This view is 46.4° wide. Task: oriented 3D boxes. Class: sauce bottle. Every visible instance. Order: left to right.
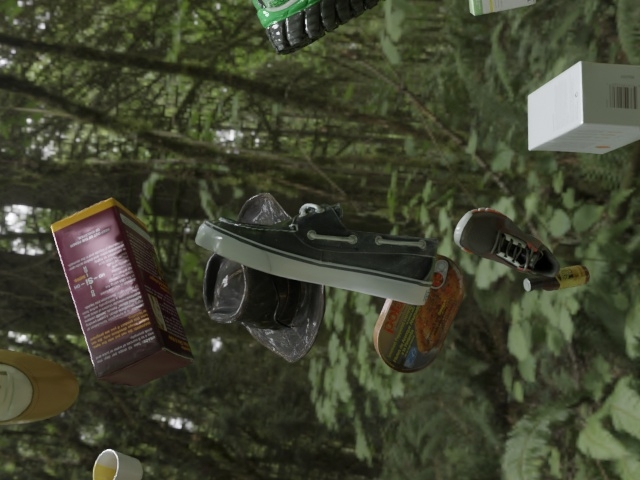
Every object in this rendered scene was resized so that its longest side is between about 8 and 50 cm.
[{"bbox_3d":[0.456,0.076,1.442,0.042,0.128,0.042,170,90,-74],"label":"sauce bottle"}]

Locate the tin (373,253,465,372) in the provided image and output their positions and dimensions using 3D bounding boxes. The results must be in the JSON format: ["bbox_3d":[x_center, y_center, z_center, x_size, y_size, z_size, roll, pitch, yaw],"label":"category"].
[{"bbox_3d":[0.148,0.109,1.141,0.189,0.106,0.040,-67,19,3],"label":"tin"}]

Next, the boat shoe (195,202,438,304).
[{"bbox_3d":[0.000,0.000,0.930,0.108,0.301,0.102,-113,36,-85],"label":"boat shoe"}]

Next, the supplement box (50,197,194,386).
[{"bbox_3d":[-0.223,0.062,0.846,0.104,0.081,0.188,61,-175,-71],"label":"supplement box"}]

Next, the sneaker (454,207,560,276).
[{"bbox_3d":[0.232,0.006,0.900,0.065,0.158,0.061,40,110,57],"label":"sneaker"}]

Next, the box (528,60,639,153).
[{"bbox_3d":[0.400,-0.191,1.099,0.170,0.130,0.091,153,118,-79],"label":"box"}]

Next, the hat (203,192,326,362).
[{"bbox_3d":[-0.129,0.086,1.326,0.134,0.331,0.331,-16,-59,-33],"label":"hat"}]

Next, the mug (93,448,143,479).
[{"bbox_3d":[-0.329,0.377,1.212,0.064,0.078,0.062,29,-137,-47],"label":"mug"}]

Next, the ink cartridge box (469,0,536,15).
[{"bbox_3d":[0.394,-0.536,1.418,0.056,0.235,0.171,-86,-14,-68],"label":"ink cartridge box"}]

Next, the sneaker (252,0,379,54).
[{"bbox_3d":[0.070,-0.348,0.824,0.146,0.343,0.134,61,171,-12],"label":"sneaker"}]

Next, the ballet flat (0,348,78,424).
[{"bbox_3d":[-0.354,0.141,0.718,0.073,0.232,0.080,-153,77,-72],"label":"ballet flat"}]
